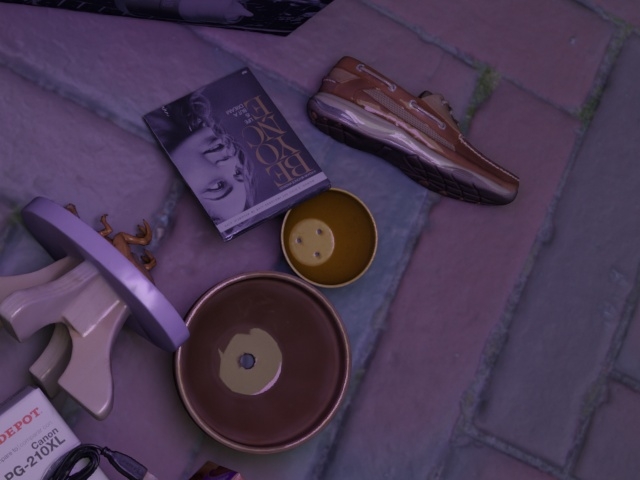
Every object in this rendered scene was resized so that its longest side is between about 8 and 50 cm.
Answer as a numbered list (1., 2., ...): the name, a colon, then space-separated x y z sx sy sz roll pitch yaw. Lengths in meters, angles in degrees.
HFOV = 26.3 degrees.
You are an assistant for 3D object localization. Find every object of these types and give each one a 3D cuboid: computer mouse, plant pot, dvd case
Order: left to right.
1. computer mouse: -0.246 0.373 1.684 0.262 0.060 0.184 39 81 0
2. dvd case: -0.112 -0.119 1.830 0.164 0.018 0.221 -28 66 -16
3. plant pot: -0.085 0.160 1.820 0.237 0.110 0.237 1 86 -15
4. plant pot: 0.000 0.000 1.864 0.134 0.095 0.134 1 85 -16

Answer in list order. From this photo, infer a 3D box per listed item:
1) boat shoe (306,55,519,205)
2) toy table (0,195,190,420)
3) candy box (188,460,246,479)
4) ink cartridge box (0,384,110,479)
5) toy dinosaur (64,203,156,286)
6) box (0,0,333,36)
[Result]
1. boat shoe: 0.144 -0.153 1.907 0.324 0.123 0.116 27 77 -14
2. toy table: -0.314 0.087 1.706 0.274 0.252 0.161 32 67 29
3. candy box: -0.146 0.343 1.748 0.109 0.186 0.053 -44 97 -14
4. ink cartridge box: -0.360 0.325 1.733 0.172 0.100 0.237 -38 96 -16
5. toy dinosaur: -0.254 0.024 1.779 0.112 0.211 0.064 -19 134 -50
6. box: -0.196 -0.451 1.643 0.471 0.480 0.297 3 87 -15
